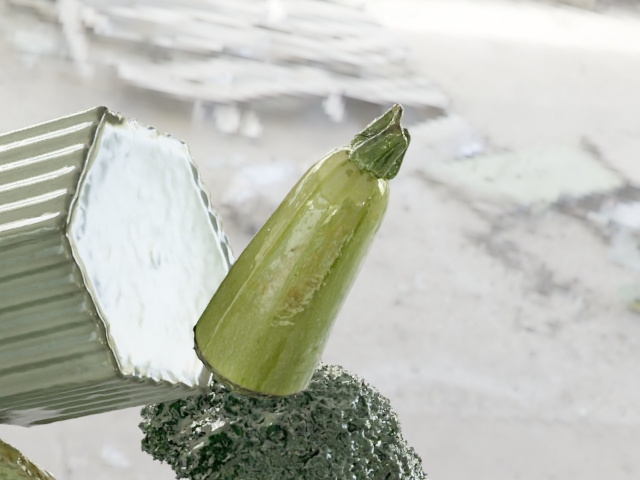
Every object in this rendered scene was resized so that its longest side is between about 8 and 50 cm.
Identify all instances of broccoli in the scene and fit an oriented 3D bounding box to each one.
[{"bbox_3d":[-0.052,0.232,1.644,0.297,0.297,0.297,32,26,-18],"label":"broccoli"}]

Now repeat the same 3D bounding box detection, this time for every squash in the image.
[{"bbox_3d":[0.000,0.000,1.212,0.094,0.224,0.094,24,29,-14],"label":"squash"}]

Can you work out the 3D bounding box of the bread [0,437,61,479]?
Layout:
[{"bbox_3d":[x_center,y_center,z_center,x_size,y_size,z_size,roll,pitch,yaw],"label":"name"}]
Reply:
[{"bbox_3d":[-0.264,0.223,1.443,0.138,0.102,0.196,40,-16,-10],"label":"bread"}]

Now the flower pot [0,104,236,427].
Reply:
[{"bbox_3d":[-0.198,0.024,1.370,0.189,0.209,0.239,-13,-17,29],"label":"flower pot"}]
